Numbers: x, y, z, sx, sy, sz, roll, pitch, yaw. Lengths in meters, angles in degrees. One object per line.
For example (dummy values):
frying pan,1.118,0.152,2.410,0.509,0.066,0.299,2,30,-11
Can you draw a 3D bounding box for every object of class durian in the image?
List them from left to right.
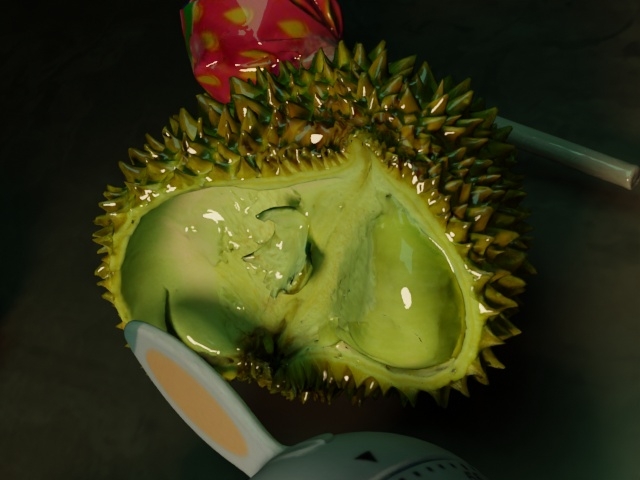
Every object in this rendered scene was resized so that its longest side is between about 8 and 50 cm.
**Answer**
durian,0.004,-0.001,0.564,0.237,0.200,0.176,-14,11,27

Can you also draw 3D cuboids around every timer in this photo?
timer,-0.023,0.151,0.469,0.255,0.175,0.175,16,62,20

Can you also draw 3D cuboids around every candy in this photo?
candy,0.049,-0.106,0.701,0.365,0.124,0.124,26,69,33
